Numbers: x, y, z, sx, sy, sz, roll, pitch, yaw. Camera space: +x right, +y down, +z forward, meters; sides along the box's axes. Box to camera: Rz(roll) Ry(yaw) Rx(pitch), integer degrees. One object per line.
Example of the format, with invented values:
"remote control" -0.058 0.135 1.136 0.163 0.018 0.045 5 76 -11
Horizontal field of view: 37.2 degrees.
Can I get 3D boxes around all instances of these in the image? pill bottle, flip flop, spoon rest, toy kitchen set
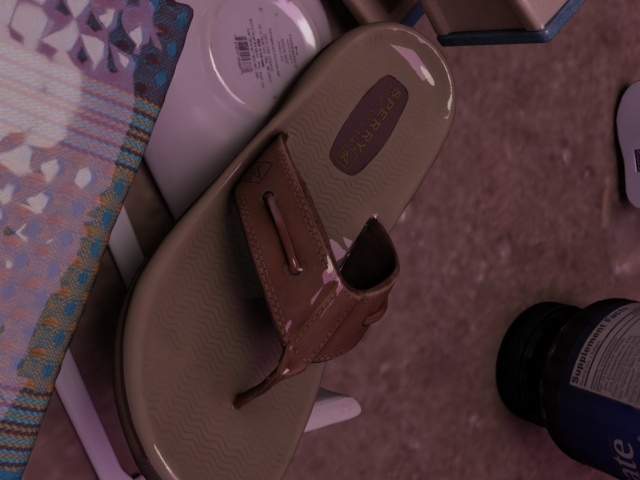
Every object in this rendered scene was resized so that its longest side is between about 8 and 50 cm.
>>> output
"pill bottle" 0.228 0.106 0.637 0.123 0.219 0.122 -6 101 -33
"flip flop" 0.000 0.000 0.454 0.112 0.080 0.277 43 65 -23
"spoon rest" -0.042 -0.034 0.529 0.137 0.084 0.276 -7 89 -34
"toy kitchen set" 0.125 -0.183 0.551 0.207 0.166 0.122 -51 121 -16

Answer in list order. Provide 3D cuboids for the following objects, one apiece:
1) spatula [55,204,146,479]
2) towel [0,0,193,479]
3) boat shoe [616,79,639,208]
"spatula" -0.129 0.101 0.516 0.168 0.019 0.242 -30 113 -26
"towel" -0.236 0.014 0.400 0.271 0.040 0.370 23 84 -27
"boat shoe" 0.254 -0.076 0.741 0.035 0.035 0.100 -25 110 -58
